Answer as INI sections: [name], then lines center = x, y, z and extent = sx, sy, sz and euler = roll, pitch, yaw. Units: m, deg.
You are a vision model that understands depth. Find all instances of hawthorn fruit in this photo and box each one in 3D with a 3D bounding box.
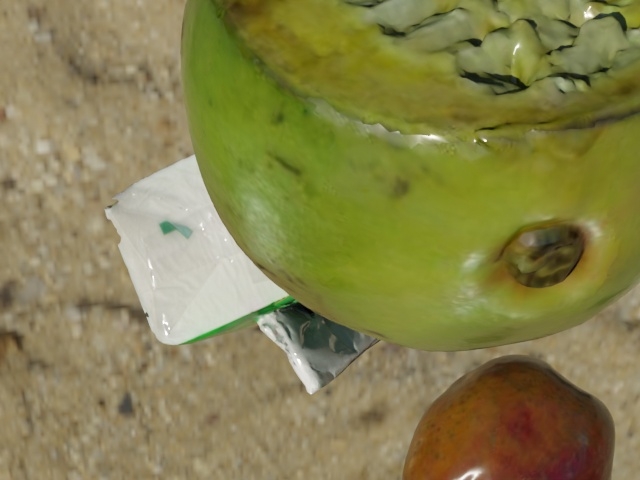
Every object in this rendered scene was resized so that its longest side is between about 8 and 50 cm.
[hawthorn fruit]
center = 0.171, 0.240, 1.724
extent = 0.208, 0.208, 0.248
euler = 29, 56, 18

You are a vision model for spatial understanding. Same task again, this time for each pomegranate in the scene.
[pomegranate]
center = 0.024, -0.055, 0.637
extent = 0.241, 0.159, 0.190
euler = 26, 51, 16

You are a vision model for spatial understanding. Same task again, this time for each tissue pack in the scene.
[tissue pack]
center = -0.001, 0.001, 1.113
extent = 0.209, 0.148, 0.156
euler = -25, 93, -61
